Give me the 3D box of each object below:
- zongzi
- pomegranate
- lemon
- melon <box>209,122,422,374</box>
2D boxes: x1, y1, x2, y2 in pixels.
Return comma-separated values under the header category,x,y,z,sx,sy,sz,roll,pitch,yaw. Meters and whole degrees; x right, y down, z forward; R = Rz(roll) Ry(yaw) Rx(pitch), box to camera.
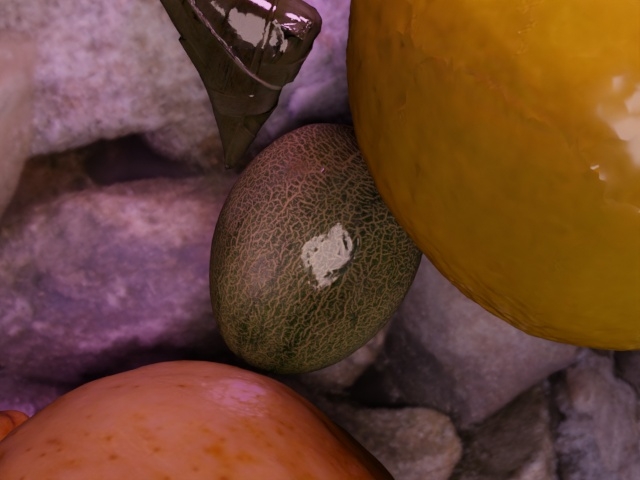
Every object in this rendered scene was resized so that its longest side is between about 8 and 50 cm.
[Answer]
category,x,y,z,sx,sy,sz,roll,pitch,yaw
zongzi,-0.092,-0.133,1.086,0.154,0.062,0.130,30,117,-8
pomegranate,-0.118,0.252,1.078,0.410,0.410,0.410,-1,110,-4
lemon,0.174,-0.104,0.966,0.348,0.348,0.348,-1,110,-4
melon,0.000,0.000,1.092,0.139,0.139,0.192,23,106,-12
